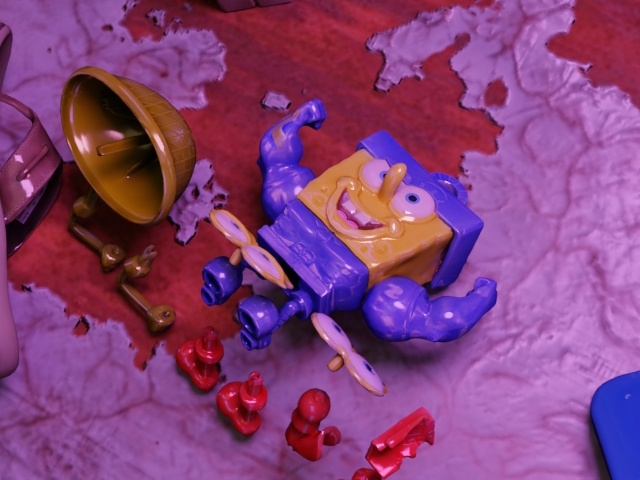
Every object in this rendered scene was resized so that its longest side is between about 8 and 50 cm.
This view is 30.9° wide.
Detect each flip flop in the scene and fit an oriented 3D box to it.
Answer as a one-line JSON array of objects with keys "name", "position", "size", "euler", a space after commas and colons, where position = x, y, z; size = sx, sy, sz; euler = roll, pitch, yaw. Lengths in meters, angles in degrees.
[{"name": "flip flop", "position": [-0.234, -0.033, 0.881], "size": [0.080, 0.112, 0.277], "euler": [-3, 69, -16]}]

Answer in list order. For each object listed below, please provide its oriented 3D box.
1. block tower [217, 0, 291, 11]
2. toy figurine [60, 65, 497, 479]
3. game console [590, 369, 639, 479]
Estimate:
[{"name": "block tower", "position": [-0.084, -0.358, 0.941], "size": [0.091, 0.097, 0.335], "euler": [-7, 71, 10]}, {"name": "toy figurine", "position": [0.000, 0.000, 0.823], "size": [0.217, 0.191, 0.362], "euler": [-29, 59, -29]}, {"name": "game console", "position": [0.346, 0.195, 0.719], "size": [0.293, 0.173, 0.250], "euler": [-15, 40, 7]}]
